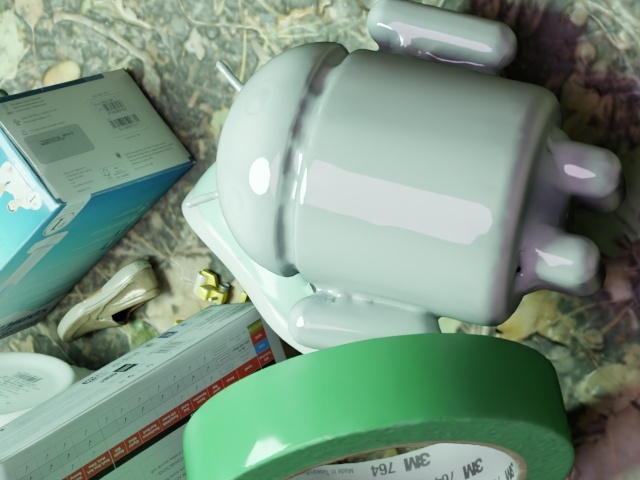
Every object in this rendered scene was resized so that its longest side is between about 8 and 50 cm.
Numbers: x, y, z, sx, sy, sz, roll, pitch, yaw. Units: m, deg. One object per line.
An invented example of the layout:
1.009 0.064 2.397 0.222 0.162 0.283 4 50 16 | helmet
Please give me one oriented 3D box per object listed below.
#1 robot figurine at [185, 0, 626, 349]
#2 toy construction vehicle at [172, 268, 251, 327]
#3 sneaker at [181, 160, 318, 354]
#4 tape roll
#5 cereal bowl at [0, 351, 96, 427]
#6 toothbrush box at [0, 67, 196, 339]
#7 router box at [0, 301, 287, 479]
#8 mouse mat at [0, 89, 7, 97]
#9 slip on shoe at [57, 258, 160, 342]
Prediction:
0.066 -0.048 1.420 0.353 0.200 0.300 14 81 14 | robot figurine
-0.094 0.079 1.680 0.098 0.035 0.086 32 118 21 | toy construction vehicle
-0.001 0.000 1.565 0.256 0.094 0.151 45 119 13 | sneaker
0.048 0.179 1.450 0.321 0.321 0.077 -30 57 34 | tape roll
-0.309 0.200 1.662 0.339 0.339 0.141 8 112 30 | cereal bowl
-0.297 -0.015 1.672 0.126 0.216 0.295 52 123 9 | toothbrush box
-0.135 0.256 1.548 0.082 0.335 0.301 -6 107 45 | router box
-0.394 -0.087 1.842 0.153 0.007 0.189 20 112 26 | mouse mat
-0.211 0.070 1.745 0.135 0.051 0.041 -38 79 26 | slip on shoe
